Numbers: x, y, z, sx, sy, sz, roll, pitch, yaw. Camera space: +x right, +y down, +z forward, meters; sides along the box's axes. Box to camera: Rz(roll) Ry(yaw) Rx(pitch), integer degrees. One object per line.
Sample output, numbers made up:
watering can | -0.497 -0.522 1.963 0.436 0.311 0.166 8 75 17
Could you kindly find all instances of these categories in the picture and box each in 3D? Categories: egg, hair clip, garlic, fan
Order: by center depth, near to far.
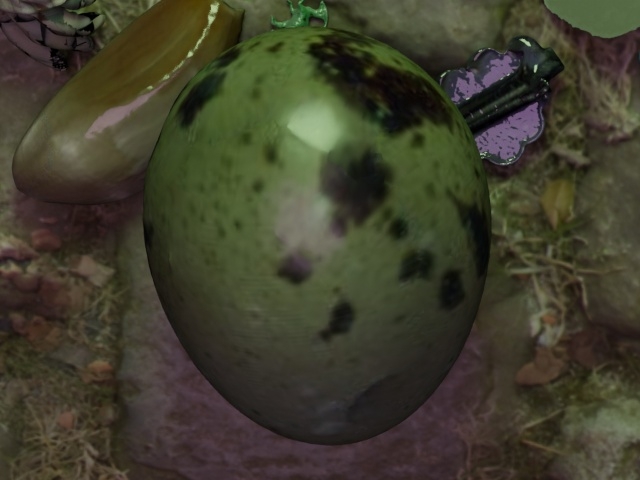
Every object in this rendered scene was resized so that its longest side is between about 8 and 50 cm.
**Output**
fan | 0.352 -0.289 1.380 0.310 0.010 0.182 9 98 38
egg | 0.000 0.000 1.392 0.345 0.345 0.428 -8 116 8
hair clip | 0.176 -0.135 1.494 0.195 0.052 0.124 -33 90 16
garlic | -0.202 -0.146 1.515 0.143 0.112 0.318 44 92 -1

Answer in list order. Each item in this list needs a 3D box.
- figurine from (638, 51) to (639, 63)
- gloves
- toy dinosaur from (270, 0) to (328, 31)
figurine | 0.411 -0.177 1.405 0.180 0.154 0.262 32 91 28
gloves | -0.300 -0.264 1.463 0.127 0.111 0.212 8 125 17
toy dinosaur | -0.024 -0.226 1.511 0.062 0.021 0.083 2 101 -7
